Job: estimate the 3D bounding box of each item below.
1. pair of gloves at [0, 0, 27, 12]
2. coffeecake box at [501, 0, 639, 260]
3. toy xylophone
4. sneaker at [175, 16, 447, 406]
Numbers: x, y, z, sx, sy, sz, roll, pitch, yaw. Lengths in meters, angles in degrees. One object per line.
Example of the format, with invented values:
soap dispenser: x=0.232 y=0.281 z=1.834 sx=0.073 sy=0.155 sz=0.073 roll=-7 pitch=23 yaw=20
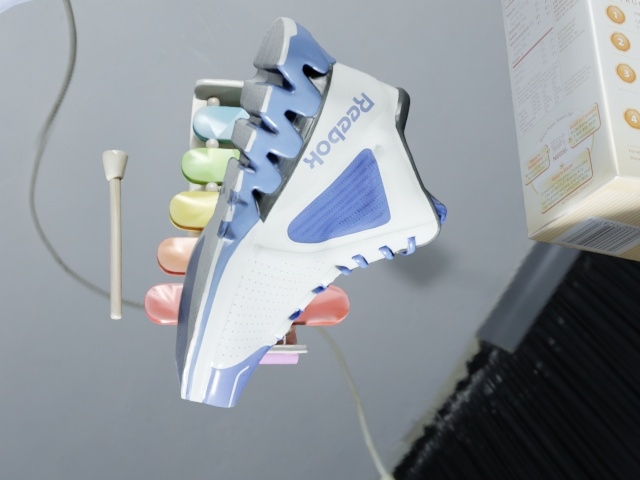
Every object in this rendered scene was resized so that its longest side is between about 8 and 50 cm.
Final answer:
pair of gloves: x=-0.162 y=-0.056 z=0.281 sx=0.159 sy=0.198 sz=0.023 roll=-15 pitch=105 yaw=16
coffeecake box: x=0.170 y=-0.085 z=0.476 sx=0.142 sy=0.185 sz=0.068 roll=10 pitch=153 yaw=-21
toy xylophone: x=-0.108 y=-0.014 z=1.005 sx=0.236 sy=0.323 sz=0.081 roll=-6 pitch=160 yaw=-14
sneaker: x=0.000 y=-0.001 z=0.779 sx=0.182 sy=0.127 sz=0.315 roll=16 pitch=101 yaw=-15
